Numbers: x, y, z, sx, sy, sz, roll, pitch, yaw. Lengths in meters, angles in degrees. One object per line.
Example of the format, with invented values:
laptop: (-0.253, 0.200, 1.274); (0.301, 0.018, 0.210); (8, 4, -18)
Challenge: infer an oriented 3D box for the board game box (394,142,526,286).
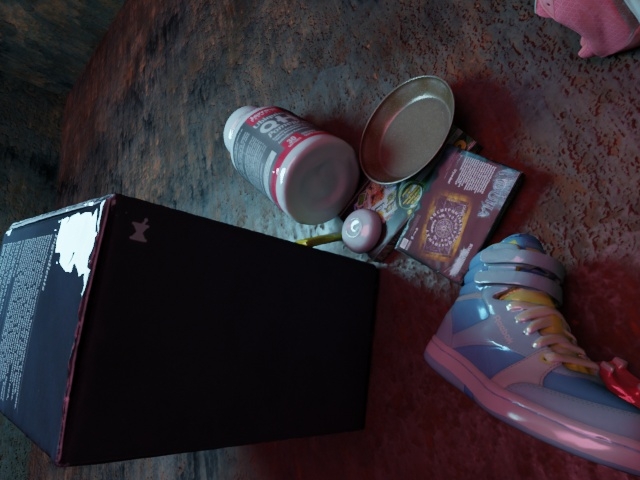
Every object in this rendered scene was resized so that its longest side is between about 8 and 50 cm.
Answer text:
board game box: (0.208, -0.040, 0.701); (0.126, 0.026, 0.186); (33, 104, 34)

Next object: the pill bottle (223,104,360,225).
pill bottle: (-0.078, -0.174, 0.945); (0.318, 0.176, 0.176); (40, 105, 44)

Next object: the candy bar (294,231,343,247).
candy bar: (0.000, 0.000, 0.828); (0.040, 0.161, 0.018); (-3, 95, 34)

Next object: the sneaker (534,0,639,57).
sneaker: (0.299, -0.327, 0.537); (0.136, 0.314, 0.116); (-17, 45, 52)

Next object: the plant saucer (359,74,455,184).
plant saucer: (0.149, -0.181, 0.777); (0.198, 0.036, 0.199); (-25, 54, 41)

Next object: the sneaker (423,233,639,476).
sneaker: (0.243, 0.095, 0.511); (0.208, 0.127, 0.319); (-68, 19, -1)

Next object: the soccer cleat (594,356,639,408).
soccer cleat: (0.363, 0.221, 0.449); (0.248, 0.083, 0.095); (44, 123, 45)

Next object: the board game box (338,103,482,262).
board game box: (0.146, -0.098, 0.803); (0.260, 0.030, 0.136); (-51, 45, 20)

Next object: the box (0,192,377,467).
box: (-0.239, 0.141, 0.780); (0.471, 0.480, 0.297); (-6, 74, 44)

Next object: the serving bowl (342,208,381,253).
serving bowl: (0.068, -0.019, 0.814); (0.083, 0.027, 0.083); (-16, 67, 40)
